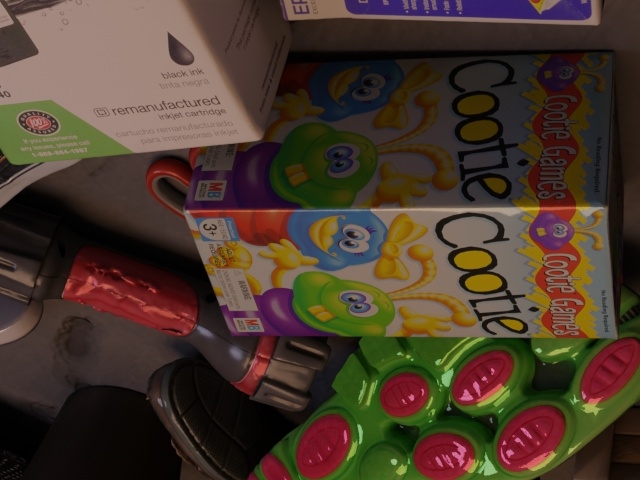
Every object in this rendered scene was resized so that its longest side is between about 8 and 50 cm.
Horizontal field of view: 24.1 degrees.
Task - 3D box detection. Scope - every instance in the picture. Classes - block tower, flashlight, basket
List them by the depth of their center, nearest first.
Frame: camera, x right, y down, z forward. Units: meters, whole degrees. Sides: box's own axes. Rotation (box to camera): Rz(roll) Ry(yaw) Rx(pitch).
[{"bbox_3d":[-0.142,0.053,1.260,0.304,0.103,0.103,20,144,-9],"label":"flashlight"},{"bbox_3d":[0.295,0.275,1.417,0.097,0.091,0.335,2,142,15],"label":"block tower"},{"bbox_3d":[-0.223,0.270,1.467,0.204,0.227,0.154,25,142,-15],"label":"basket"}]

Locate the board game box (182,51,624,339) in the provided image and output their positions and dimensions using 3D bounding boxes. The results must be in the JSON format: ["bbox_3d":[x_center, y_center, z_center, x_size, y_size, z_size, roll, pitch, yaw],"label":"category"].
[{"bbox_3d":[0.066,-0.028,1.039,0.275,0.142,0.144,-1,139,14],"label":"board game box"}]

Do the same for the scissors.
[{"bbox_3d":[0.000,0.000,1.218,0.297,0.021,0.109,29,138,-21],"label":"scissors"}]

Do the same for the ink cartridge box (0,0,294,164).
[{"bbox_3d":[-0.162,-0.183,0.947,0.198,0.114,0.273,-4,140,23],"label":"ink cartridge box"}]

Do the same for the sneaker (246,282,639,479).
[{"bbox_3d":[0.114,0.157,1.280,0.202,0.185,0.483,-9,157,-43],"label":"sneaker"}]

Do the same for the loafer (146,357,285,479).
[{"bbox_3d":[-0.085,0.205,1.454,0.084,0.096,0.267,-12,138,39],"label":"loafer"}]

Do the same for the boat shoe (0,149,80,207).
[{"bbox_3d":[-0.255,-0.079,1.165,0.183,0.065,0.083,-26,127,32],"label":"boat shoe"}]

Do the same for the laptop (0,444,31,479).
[{"bbox_3d":[-0.362,0.311,1.606,0.264,0.136,0.234,30,153,-19],"label":"laptop"}]

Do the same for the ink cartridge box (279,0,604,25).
[{"bbox_3d":[0.061,-0.216,0.889,0.208,0.045,0.206,2,142,14],"label":"ink cartridge box"}]

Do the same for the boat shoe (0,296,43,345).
[{"bbox_3d":[-0.343,0.070,1.373,0.258,0.095,0.084,2,147,33],"label":"boat shoe"}]
